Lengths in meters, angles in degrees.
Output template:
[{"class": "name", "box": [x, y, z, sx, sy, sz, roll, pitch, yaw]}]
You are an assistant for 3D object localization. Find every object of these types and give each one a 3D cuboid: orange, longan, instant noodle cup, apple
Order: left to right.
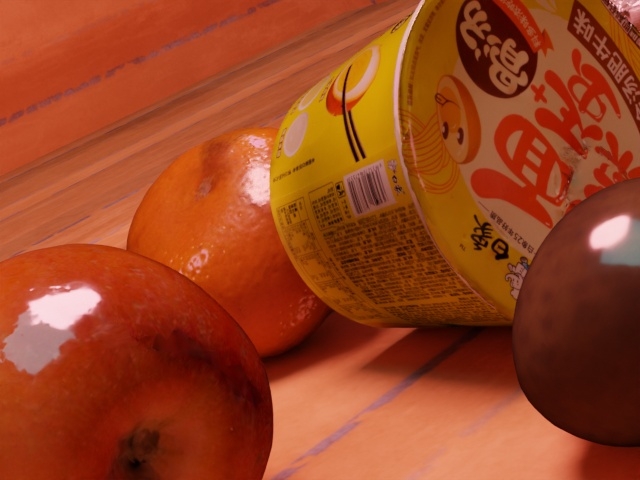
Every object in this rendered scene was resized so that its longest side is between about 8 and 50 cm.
[{"class": "apple", "box": [-0.154, 0.125, 0.953, 0.253, 0.254, 0.253, -19, 14, 5]}, {"class": "orange", "box": [-0.068, 0.006, 1.328, 0.240, 0.171, 0.240, -24, 47, 29]}, {"class": "instant noodle cup", "box": [0.115, -0.059, 1.167, 0.311, 0.311, 0.221, -31, 9, -37]}, {"class": "longan", "box": [0.198, 0.045, 0.884, 0.185, 0.159, 0.204, -36, 5, -19]}]

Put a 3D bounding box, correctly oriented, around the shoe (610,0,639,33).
[{"class": "shoe", "box": [0.385, -0.200, 1.460, 0.171, 0.198, 0.351, -13, 17, 20]}]
